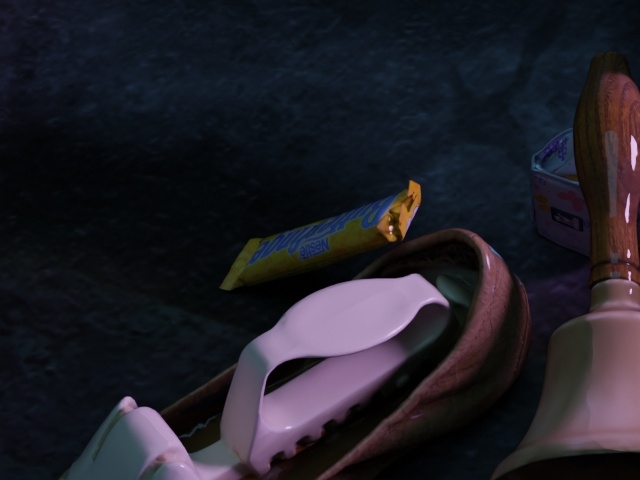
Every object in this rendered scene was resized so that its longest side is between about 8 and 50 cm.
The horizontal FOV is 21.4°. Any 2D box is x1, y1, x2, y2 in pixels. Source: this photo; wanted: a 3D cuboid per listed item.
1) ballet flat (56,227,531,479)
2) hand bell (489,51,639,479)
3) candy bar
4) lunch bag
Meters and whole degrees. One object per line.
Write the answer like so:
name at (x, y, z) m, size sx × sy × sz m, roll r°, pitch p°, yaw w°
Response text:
ballet flat at (-0.035, 0.100, 0.834) m, size 0.342 × 0.124 × 0.116 m, roll -33°, pitch 55°, yaw -14°
hand bell at (0.148, 0.012, 0.841) m, size 0.126 × 0.126 × 0.242 m, roll 0°, pitch 64°, yaw 10°
candy bar at (0.000, 0.000, 0.918) m, size 0.161 × 0.018 × 0.040 m, roll -18°, pitch 32°, yaw 52°
lunch bag at (0.157, -0.027, 0.931) m, size 0.083 × 0.071 × 0.053 m, roll -5°, pitch 56°, yaw 4°
